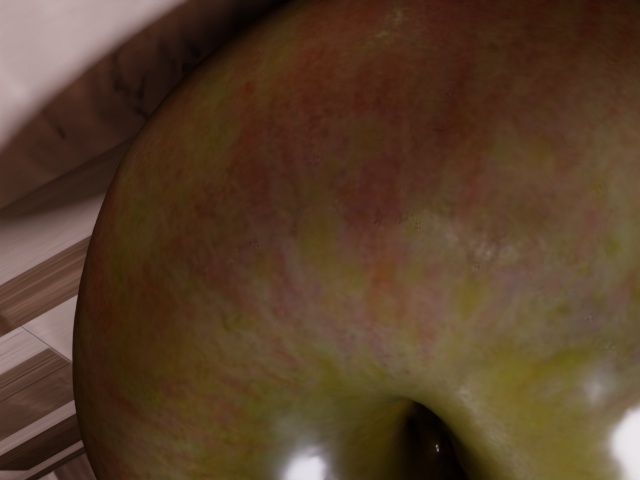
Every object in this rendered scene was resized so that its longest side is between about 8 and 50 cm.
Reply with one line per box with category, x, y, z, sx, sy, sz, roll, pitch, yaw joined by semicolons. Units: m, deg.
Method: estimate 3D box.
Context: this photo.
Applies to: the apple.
apple;0.047;0.019;0.601;0.257;0.257;0.234;-33;-157;29
